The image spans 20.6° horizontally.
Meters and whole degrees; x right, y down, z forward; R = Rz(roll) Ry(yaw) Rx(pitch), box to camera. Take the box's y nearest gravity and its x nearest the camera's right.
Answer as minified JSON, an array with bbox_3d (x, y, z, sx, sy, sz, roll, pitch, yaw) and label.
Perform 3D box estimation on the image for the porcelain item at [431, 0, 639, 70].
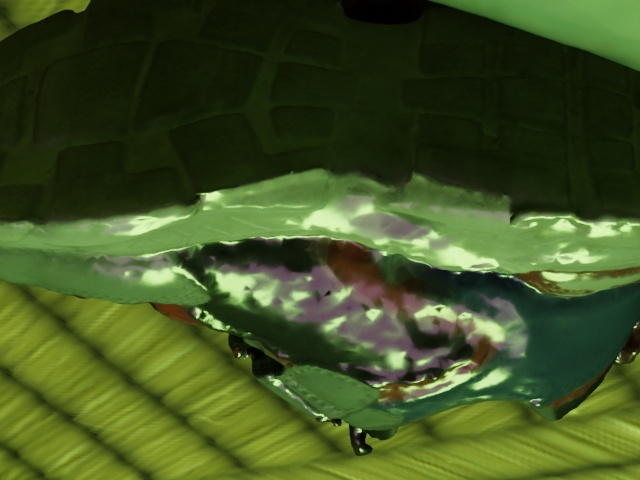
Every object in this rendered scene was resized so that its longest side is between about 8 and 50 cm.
[{"bbox_3d":[0.084,-0.161,0.249,0.281,0.157,0.286,15,147,-14],"label":"porcelain item"}]

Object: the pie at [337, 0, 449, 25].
[{"bbox_3d":[0.033,-0.033,0.570,0.154,0.036,0.154,4,146,3],"label":"pie"}]

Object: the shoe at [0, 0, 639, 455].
[{"bbox_3d":[0.000,0.000,0.503,0.228,0.099,0.125,2,138,2],"label":"shoe"}]
